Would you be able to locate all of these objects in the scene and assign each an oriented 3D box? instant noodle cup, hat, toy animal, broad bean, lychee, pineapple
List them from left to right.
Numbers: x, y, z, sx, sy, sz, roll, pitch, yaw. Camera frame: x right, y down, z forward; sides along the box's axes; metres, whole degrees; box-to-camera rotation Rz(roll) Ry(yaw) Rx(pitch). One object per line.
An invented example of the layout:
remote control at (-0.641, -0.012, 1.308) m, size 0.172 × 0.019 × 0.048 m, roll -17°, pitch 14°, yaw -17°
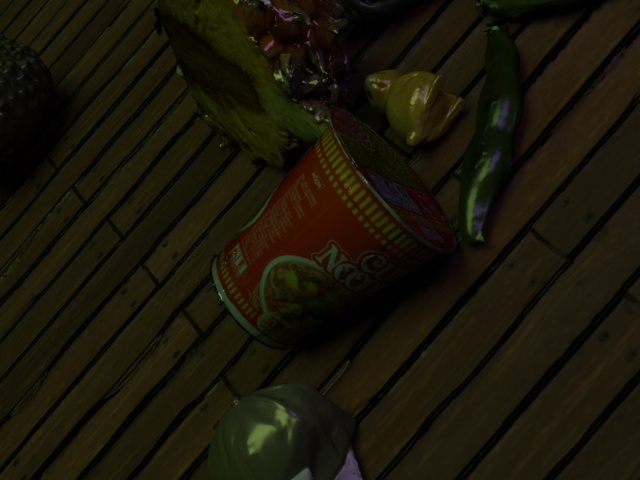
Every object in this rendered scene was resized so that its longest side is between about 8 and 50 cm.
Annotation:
lychee at (-0.567, -0.222, 1.445) m, size 0.274 × 0.255 × 0.255 m, roll -32°, pitch 46°, yaw -4°
hat at (-0.040, 0.243, 0.847) m, size 0.166 × 0.144 × 0.173 m, roll -38°, pitch 24°, yaw 14°
pineapple at (-0.024, -0.237, 1.072) m, size 0.286 × 0.344 × 0.209 m, roll 32°, pitch 66°, yaw 29°
instant noodle cup at (0.000, 0.000, 0.938) m, size 0.212 × 0.193 × 0.193 m, roll -40°, pitch 46°, yaw 20°
toy animal at (0.086, -0.165, 1.049) m, size 0.083 × 0.070 × 0.159 m, roll -52°, pitch 41°, yaw 0°
broad bean at (0.188, -0.129, 0.964) m, size 0.060 × 0.043 × 0.298 m, roll -13°, pitch 54°, yaw 44°
broad bean at (0.284, -0.288, 0.990) m, size 0.254 × 0.046 × 0.065 m, roll -12°, pitch 44°, yaw 32°

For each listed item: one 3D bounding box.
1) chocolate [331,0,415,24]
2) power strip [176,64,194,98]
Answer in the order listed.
chocolate at (0.111, -0.348, 1.117) m, size 0.248 × 0.110 × 0.110 m, roll -19°, pitch 53°, yaw 23°
power strip at (-0.094, -0.363, 1.309) m, size 0.091 × 0.062 × 0.385 m, roll 12°, pitch 70°, yaw 40°
